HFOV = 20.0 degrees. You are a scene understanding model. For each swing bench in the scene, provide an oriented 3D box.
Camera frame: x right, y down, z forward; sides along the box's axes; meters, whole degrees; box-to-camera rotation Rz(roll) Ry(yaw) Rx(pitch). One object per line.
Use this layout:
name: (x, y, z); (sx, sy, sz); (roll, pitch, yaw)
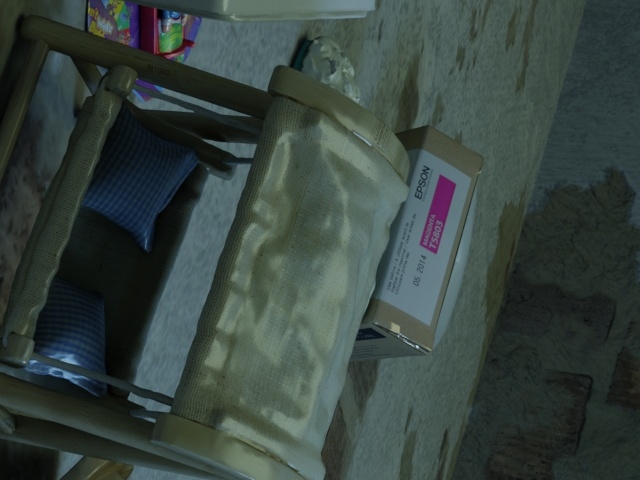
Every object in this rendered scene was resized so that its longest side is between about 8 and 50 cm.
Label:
swing bench: (-0.096, 0.018, 1.180); (0.165, 0.255, 0.253); (67, 38, -68)

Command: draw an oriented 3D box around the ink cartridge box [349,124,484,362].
ink cartridge box: (0.057, 0.008, 1.940); (0.088, 0.193, 0.234); (30, 65, -29)

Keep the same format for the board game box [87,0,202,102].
board game box: (-0.113, -0.178, 1.345); (0.133, 0.033, 0.168); (-68, 155, -15)

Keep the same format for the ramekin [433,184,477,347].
ramekin: (0.100, 0.007, 2.238); (0.277, 0.135, 0.277); (12, 90, -77)

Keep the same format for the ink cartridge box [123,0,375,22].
ink cartridge box: (-0.047, -0.311, 1.234); (0.223, 0.129, 0.307); (-14, 114, -61)

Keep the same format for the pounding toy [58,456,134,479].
pounding toy: (-0.155, 0.252, 1.294); (0.154, 0.155, 0.269); (-46, 172, -6)

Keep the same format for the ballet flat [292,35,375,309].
ballet flat: (0.000, 0.000, 1.831); (0.147, 0.147, 0.408); (55, 49, -72)
